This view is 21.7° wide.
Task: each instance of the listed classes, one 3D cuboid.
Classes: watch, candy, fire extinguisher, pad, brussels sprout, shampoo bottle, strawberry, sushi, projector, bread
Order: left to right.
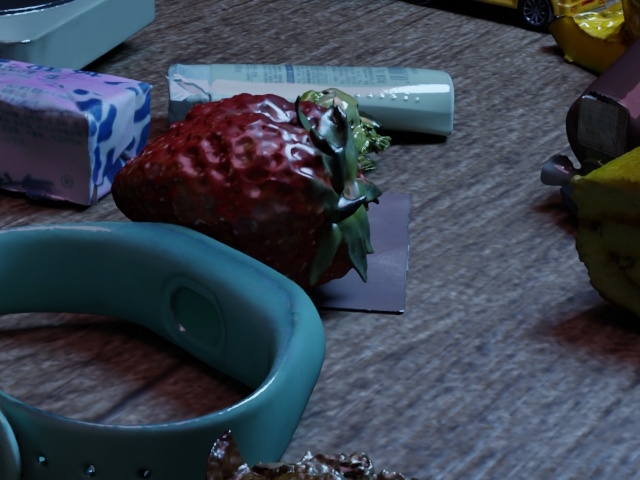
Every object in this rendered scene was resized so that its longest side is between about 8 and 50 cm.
[{"bbox_3d":[-0.294,-0.176,1.338,0.257,0.079,0.259,9,24,15],"label":"projector"},{"bbox_3d":[-0.203,-0.078,1.127,0.160,0.073,0.092,11,26,19],"label":"candy"},{"bbox_3d":[-0.112,0.057,0.838,0.195,0.068,0.237,-21,36,-38],"label":"watch"},{"bbox_3d":[-0.046,-0.023,0.959,0.148,0.131,0.131,-20,21,11],"label":"strawberry"},{"bbox_3d":[-0.008,-0.105,1.237,0.212,0.049,0.072,2,27,-4],"label":"shampoo bottle"},{"bbox_3d":[0.000,0.000,1.046,0.113,0.006,0.188,4,23,3],"label":"pad"},{"bbox_3d":[0.011,-0.077,1.169,0.085,0.058,0.085,17,15,-5],"label":"brussels sprout"},{"bbox_3d":[0.010,0.118,0.719,0.120,0.052,0.055,8,39,19],"label":"sushi"},{"bbox_3d":[0.248,-0.102,1.119,0.269,0.105,0.105,-44,42,-19],"label":"fire extinguisher"},{"bbox_3d":[0.241,-0.014,0.975,0.132,0.103,0.172,18,29,34],"label":"bread"}]

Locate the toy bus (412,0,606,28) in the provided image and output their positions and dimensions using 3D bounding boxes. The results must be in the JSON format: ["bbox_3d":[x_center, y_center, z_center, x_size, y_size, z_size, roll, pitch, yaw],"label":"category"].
[{"bbox_3d":[0.169,-0.259,1.561,0.194,0.088,0.083,18,27,33],"label":"toy bus"}]

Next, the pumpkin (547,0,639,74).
[{"bbox_3d":[0.304,-0.215,1.343,0.139,0.190,0.280,-11,26,-24],"label":"pumpkin"}]
